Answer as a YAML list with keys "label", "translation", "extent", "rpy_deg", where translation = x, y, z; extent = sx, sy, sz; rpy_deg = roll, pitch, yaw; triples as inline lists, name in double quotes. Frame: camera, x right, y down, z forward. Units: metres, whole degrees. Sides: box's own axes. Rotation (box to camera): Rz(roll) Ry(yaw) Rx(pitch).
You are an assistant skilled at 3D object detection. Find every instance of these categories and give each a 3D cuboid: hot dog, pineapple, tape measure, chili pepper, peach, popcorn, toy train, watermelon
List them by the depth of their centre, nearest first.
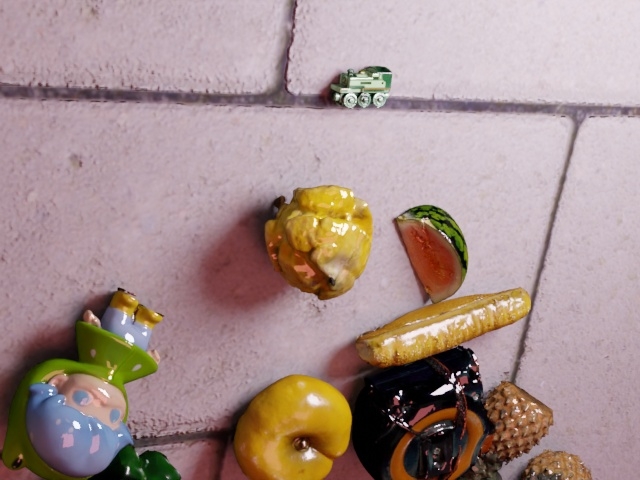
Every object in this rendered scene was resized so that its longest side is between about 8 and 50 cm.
- label: "toy train"
  translation: [0.053, -0.201, 1.710]
  extent: [0.083, 0.033, 0.053]
  rpy_deg: [-4, 110, -27]
- label: "popcorn"
  translation: [0.000, 0.000, 1.715]
  extent: [0.148, 0.152, 0.167]
  rpy_deg: [-22, 136, -18]
- label: "chili pepper"
  translation: [-0.298, 0.395, 1.737]
  extent: [0.261, 0.174, 0.165]
  rpy_deg: [-50, 151, 13]
- label: "peach"
  translation: [-0.037, 0.277, 1.855]
  extent: [0.179, 0.103, 0.179]
  rpy_deg: [-15, 122, -25]
- label: "watermelon"
  translation: [0.179, 0.018, 1.867]
  extent: [0.087, 0.069, 0.163]
  rpy_deg: [-34, 124, -11]
- label: "hot dog"
  translation: [0.185, 0.129, 1.913]
  extent: [0.289, 0.083, 0.068]
  rpy_deg: [-14, 103, -25]
- label: "tape measure"
  translation: [0.151, 0.278, 1.939]
  extent: [0.202, 0.135, 0.223]
  rpy_deg: [-18, 123, -19]
- label: "pineapple"
  translation: [0.246, 0.353, 2.043]
  extent: [0.277, 0.119, 0.130]
  rpy_deg: [-56, 151, 7]
- label: "pineapple"
  translation: [0.364, 0.406, 2.067]
  extent: [0.128, 0.128, 0.248]
  rpy_deg: [-61, 165, 10]

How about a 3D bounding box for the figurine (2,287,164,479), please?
- label: "figurine"
  translation: [-0.294, 0.191, 1.657]
  extent: [0.162, 0.143, 0.263]
  rpy_deg: [38, 76, -38]
